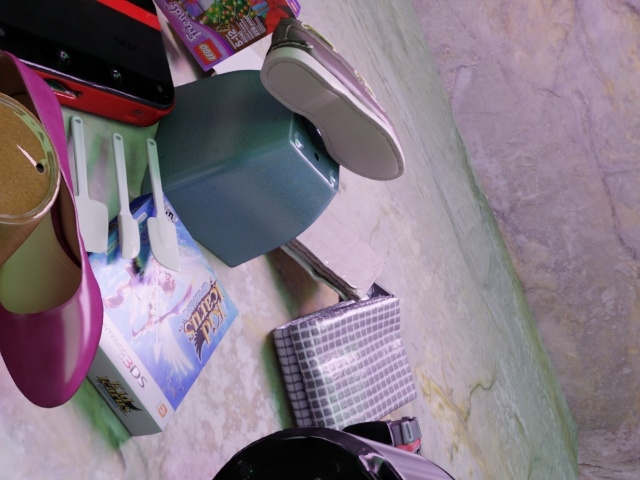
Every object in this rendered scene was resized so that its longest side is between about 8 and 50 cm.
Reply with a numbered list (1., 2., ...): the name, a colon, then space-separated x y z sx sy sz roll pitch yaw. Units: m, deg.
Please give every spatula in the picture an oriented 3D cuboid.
1. spatula: -0.280 -0.073 0.947 0.168 0.019 0.242 14 49 -40

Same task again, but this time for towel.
1. towel: 0.000 0.000 1.365 0.282 0.049 0.187 42 29 4
2. towel: 0.062 0.239 1.313 0.283 0.121 0.235 -15 87 -42

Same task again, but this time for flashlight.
1. flashlight: 0.200 0.550 1.492 0.103 0.103 0.304 -3 77 -56

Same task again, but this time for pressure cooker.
1. pressure cooker: 0.055 0.478 0.963 0.370 0.375 0.420 -56 143 -1

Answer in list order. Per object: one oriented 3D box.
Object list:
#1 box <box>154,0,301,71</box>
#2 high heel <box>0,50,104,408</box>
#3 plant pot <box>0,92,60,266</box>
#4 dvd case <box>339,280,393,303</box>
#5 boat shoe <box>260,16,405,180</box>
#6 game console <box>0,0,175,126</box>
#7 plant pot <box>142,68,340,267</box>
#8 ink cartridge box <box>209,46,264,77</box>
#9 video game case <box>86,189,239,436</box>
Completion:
1. box: -0.193 -0.453 1.114 0.293 0.200 0.057 54 27 -29
2. high heel: -0.326 -0.015 0.738 0.181 0.127 0.377 99 -26 -63
3. plant pot: -0.368 -0.040 0.613 0.237 0.254 0.237 38 43 -47
4. dvd case: 0.115 0.173 1.613 0.238 0.029 0.179 36 46 -48
5. boat shoe: 0.034 -0.207 1.042 0.324 0.116 0.097 37 48 -40
6. game console: -0.377 -0.355 0.984 0.386 0.060 0.342 7 64 -61
7. plant pot: -0.104 -0.138 1.143 0.247 0.252 0.248 44 40 -44
8. ink cartridge box: -0.181 -0.342 1.323 0.235 0.056 0.171 44 34 -9
9. video game case: -0.246 0.094 0.968 0.244 0.061 0.269 62 30 -22
